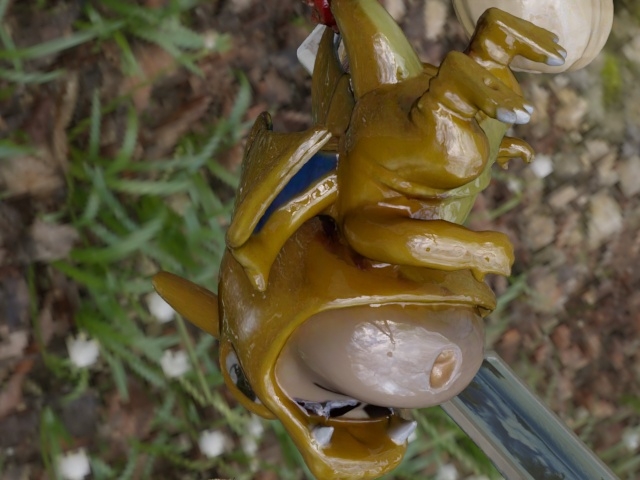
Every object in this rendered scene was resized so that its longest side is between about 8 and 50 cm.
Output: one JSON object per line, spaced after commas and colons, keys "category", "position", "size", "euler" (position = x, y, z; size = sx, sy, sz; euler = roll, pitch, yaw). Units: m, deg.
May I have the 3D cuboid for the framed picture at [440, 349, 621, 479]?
{"category": "framed picture", "position": [0.261, 0.251, 2.125], "size": [0.232, 0.315, 0.024], "euler": [6, 124, -50]}

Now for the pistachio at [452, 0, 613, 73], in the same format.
{"category": "pistachio", "position": [0.199, -0.270, 1.571], "size": [0.157, 0.229, 0.157], "euler": [-21, -178, 1]}

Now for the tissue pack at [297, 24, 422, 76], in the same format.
{"category": "tissue pack", "position": [0.057, -0.193, 1.830], "size": [0.106, 0.149, 0.099], "euler": [33, 101, -35]}

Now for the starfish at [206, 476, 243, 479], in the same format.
{"category": "starfish", "position": [-0.197, 0.378, 2.210], "size": [0.209, 0.053, 0.150], "euler": [-29, 138, -1]}

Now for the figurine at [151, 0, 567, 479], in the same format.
{"category": "figurine", "position": [0.038, -0.030, 1.338], "size": [0.268, 0.401, 0.387], "euler": [21, 121, -11]}
